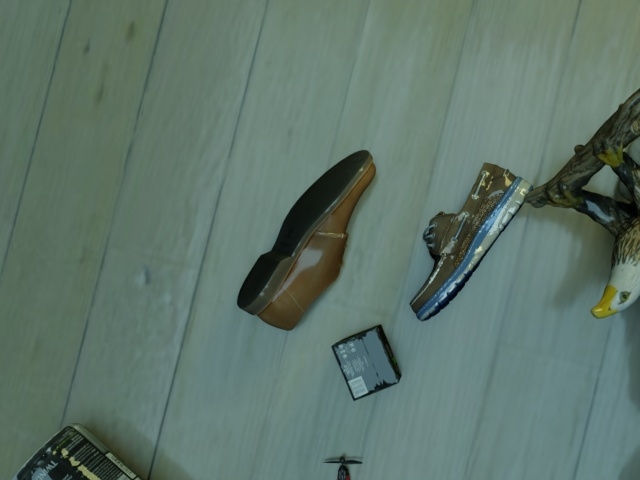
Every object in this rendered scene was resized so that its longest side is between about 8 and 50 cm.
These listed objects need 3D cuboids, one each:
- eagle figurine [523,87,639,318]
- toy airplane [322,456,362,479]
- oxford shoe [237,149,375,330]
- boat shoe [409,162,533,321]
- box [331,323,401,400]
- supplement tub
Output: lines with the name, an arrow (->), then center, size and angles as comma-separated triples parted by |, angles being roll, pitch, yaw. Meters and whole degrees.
eagle figurine -> 0.337, 0.025, 0.922 | 0.298, 0.226, 0.225 | 45, 95, 6
toy airplane -> 0.022, 0.304, 1.042 | 0.151, 0.028, 0.151 | 0, 87, 8
oxford shoe -> 0.000, 0.000, 1.050 | 0.076, 0.076, 0.212 | 35, 89, -24
boat shoe -> 0.143, 0.000, 1.031 | 0.066, 0.066, 0.183 | 37, 81, 11
box -> 0.049, 0.125, 1.020 | 0.052, 0.083, 0.062 | -23, 86, 6
supplement tub -> -0.223, 0.291, 1.024 | 0.190, 0.117, 0.117 | 40, 92, 6
